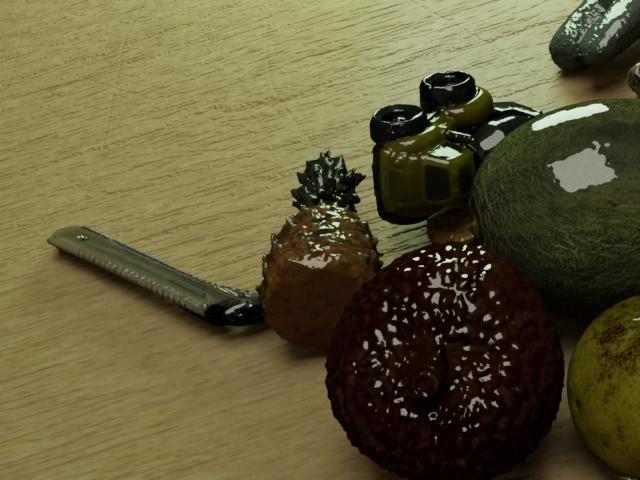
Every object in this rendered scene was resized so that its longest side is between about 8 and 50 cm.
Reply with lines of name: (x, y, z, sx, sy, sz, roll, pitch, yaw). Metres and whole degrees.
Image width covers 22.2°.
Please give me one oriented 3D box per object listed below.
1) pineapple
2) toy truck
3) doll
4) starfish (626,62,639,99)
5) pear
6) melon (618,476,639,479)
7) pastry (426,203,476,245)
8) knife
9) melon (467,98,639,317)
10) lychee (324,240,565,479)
pineapple: (0.000, 0.000, 1.971, 0.157, 0.158, 0.279, -9, 36, 7)
toy truck: (0.169, -0.106, 1.985, 0.165, 0.147, 0.224, 14, 31, 35)
doll: (0.461, -0.330, 2.208, 0.340, 0.158, 0.246, -51, 21, -15)
starfish: (0.455, -0.193, 2.001, 0.312, 0.113, 0.303, -23, 5, 33)
pear: (0.349, 0.142, 1.687, 0.197, 0.197, 0.197, -8, 44, 7)
melon: (0.410, 0.280, 1.536, 0.287, 0.182, 0.182, 26, 57, 32)
pastry: (0.202, -0.021, 1.995, 0.140, 0.056, 0.080, -23, 44, -6)
knife: (-0.205, 0.046, 2.053, 0.365, 0.043, 0.089, 20, 18, 34)
melon: (0.328, -0.039, 1.845, 0.329, 0.249, 0.249, -11, 43, 2)
lychee: (0.133, 0.133, 1.727, 0.260, 0.261, 0.261, -8, 44, 7)
